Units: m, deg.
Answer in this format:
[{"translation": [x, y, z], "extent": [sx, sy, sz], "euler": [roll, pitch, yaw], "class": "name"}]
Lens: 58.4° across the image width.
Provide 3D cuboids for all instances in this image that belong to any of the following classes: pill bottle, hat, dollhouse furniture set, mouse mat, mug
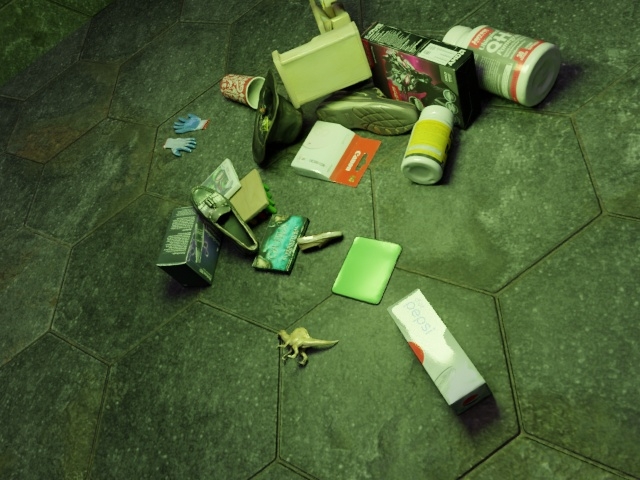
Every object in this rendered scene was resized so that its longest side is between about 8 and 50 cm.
[{"translation": [0.510, -0.521, 1.667], "extent": [0.176, 0.176, 0.319], "euler": [-48, 52, -9], "class": "pill bottle"}, {"translation": [-0.133, -0.393, 1.883], "extent": [0.134, 0.331, 0.331], "euler": [8, 55, -16], "class": "hat"}, {"translation": [-0.016, -0.630, 1.821], "extent": [0.257, 0.362, 0.394], "euler": [-20, 44, 7], "class": "dollhouse furniture set"}, {"translation": [0.127, 0.078, 1.575], "extent": [0.153, 0.007, 0.189], "euler": [13, 65, 31], "class": "mouse mat"}, {"translation": [0.312, -0.276, 1.641], "extent": [0.119, 0.119, 0.208], "euler": [7, 64, 29], "class": "pill bottle"}, {"translation": [-0.270, -0.556, 2.125], "extent": [0.169, 0.150, 0.113], "euler": [23, 108, 39], "class": "mug"}]

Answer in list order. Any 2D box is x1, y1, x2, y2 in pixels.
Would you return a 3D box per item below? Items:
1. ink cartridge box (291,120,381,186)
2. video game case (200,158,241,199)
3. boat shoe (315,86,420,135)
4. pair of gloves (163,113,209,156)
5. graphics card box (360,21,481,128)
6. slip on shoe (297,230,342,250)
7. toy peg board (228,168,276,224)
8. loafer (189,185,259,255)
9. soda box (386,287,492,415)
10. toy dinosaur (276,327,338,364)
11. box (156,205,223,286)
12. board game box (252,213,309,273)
[{"translation": [0.046, -0.278, 1.811], "extent": [0.232, 0.066, 0.189], "euler": [15, 67, 36], "class": "ink cartridge box"}, {"translation": [-0.351, -0.163, 1.899], "extent": [0.190, 0.022, 0.173], "euler": [-44, 39, 12], "class": "video game case"}, {"translation": [0.152, -0.426, 1.806], "extent": [0.356, 0.132, 0.130], "euler": [12, 64, 30], "class": "boat shoe"}, {"translation": [-0.514, -0.402, 2.175], "extent": [0.159, 0.023, 0.198], "euler": [9, 64, 30], "class": "pair of gloves"}, {"translation": [0.297, -0.498, 1.718], "extent": [0.371, 0.232, 0.094], "euler": [33, 72, 36], "class": "graphics card box"}, {"translation": [0.000, 0.000, 1.665], "extent": [0.136, 0.051, 0.041], "euler": [-11, 95, 9], "class": "slip on shoe"}, {"translation": [-0.223, -0.113, 1.831], "extent": [0.161, 0.079, 0.161], "euler": [-38, 48, 19], "class": "toy peg board"}, {"translation": [-0.278, -0.065, 1.707], "extent": [0.096, 0.267, 0.084], "euler": [-46, 10, -13], "class": "loafer"}, {"translation": [0.272, 0.255, 1.339], "extent": [0.098, 0.091, 0.286], "euler": [-33, 51, 3], "class": "soda box"}, {"translation": [-0.052, 0.273, 1.505], "extent": [0.183, 0.053, 0.092], "euler": [5, 61, 28], "class": "toy dinosaur"}, {"translation": [-0.396, 0.020, 1.767], "extent": [0.108, 0.153, 0.207], "euler": [-5, 59, 22], "class": "box"}, {"translation": [-0.118, 0.008, 1.722], "extent": [0.126, 0.026, 0.186], "euler": [6, 63, 27], "class": "board game box"}]
